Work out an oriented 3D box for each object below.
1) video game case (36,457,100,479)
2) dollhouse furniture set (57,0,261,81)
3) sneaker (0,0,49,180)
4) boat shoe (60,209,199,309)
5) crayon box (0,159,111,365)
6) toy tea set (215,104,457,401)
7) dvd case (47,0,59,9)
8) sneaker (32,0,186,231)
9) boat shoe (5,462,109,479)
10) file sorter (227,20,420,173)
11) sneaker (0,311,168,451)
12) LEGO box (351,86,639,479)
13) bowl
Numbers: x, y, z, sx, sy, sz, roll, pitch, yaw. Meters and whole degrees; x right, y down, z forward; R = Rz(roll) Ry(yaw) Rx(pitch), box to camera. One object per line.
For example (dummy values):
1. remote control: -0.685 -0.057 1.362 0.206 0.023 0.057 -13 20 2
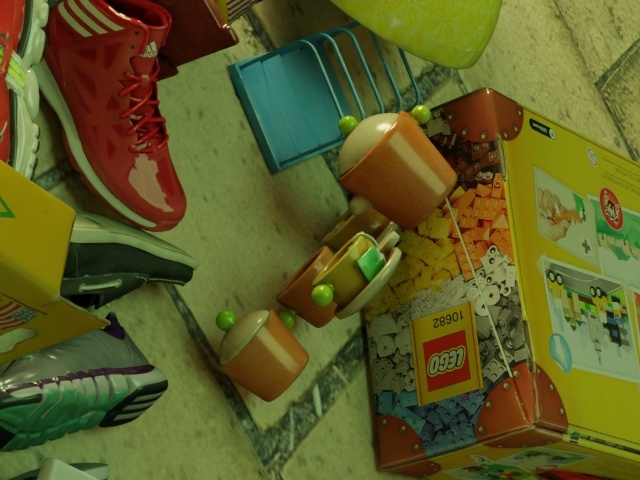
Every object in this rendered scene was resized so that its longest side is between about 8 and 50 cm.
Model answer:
1. video game case: -0.189 0.269 1.471 0.143 0.019 0.157 36 63 -45
2. dollhouse furniture set: -0.183 -0.341 1.693 0.374 0.152 0.201 58 35 -15
3. sneaker: -0.293 -0.150 1.520 0.118 0.107 0.279 15 58 -39
4. boat shoe: -0.192 0.019 1.609 0.233 0.084 0.079 11 102 -59
5. crayon box: -0.322 -0.012 1.320 0.318 0.202 0.081 38 45 -39
6. toy tea set: 0.000 0.000 1.782 0.124 0.200 0.336 43 41 -6
7. dvd case: -0.232 -0.259 1.731 0.087 0.013 0.119 37 47 -38
8. sneaker: -0.164 -0.122 1.625 0.221 0.128 0.087 54 36 -1
9. boat shoe: -0.222 0.206 1.484 0.142 0.049 0.040 -11 99 -53
10. file sorter: 0.009 -0.158 1.929 0.170 0.104 0.118 -27 95 -55
11. sneaker: -0.224 0.108 1.520 0.223 0.083 0.098 -1 53 -58
12. LEGO box: 0.270 0.092 2.078 0.500 0.193 0.373 20 57 -48
13. bowl: 0.096 -0.333 1.989 0.289 0.156 0.289 30 24 -15
